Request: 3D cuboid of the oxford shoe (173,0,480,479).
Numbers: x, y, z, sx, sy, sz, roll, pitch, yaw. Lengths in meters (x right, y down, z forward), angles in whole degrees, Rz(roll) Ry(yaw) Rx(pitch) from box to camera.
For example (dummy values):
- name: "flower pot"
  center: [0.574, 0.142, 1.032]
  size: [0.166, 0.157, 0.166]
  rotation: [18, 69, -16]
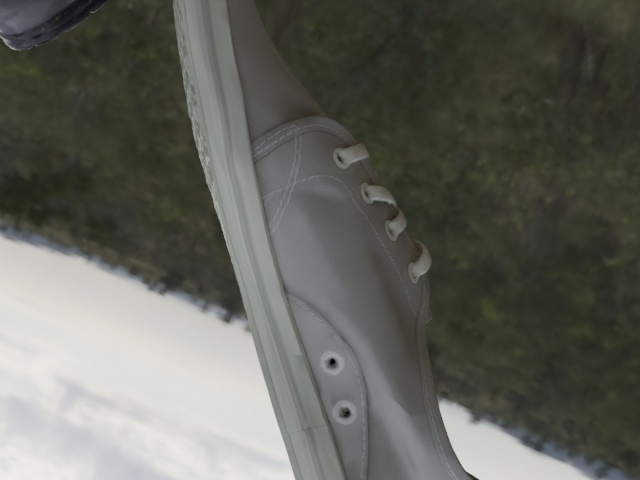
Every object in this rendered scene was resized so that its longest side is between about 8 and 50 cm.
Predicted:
- name: "oxford shoe"
  center: [0.000, 0.000, 0.832]
  size: [0.130, 0.449, 0.169]
  rotation: [-18, 178, -2]

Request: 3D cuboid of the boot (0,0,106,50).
- name: "boot"
  center: [-0.202, -0.335, 0.969]
  size: [0.118, 0.338, 0.223]
  rotation: [24, 166, 44]
